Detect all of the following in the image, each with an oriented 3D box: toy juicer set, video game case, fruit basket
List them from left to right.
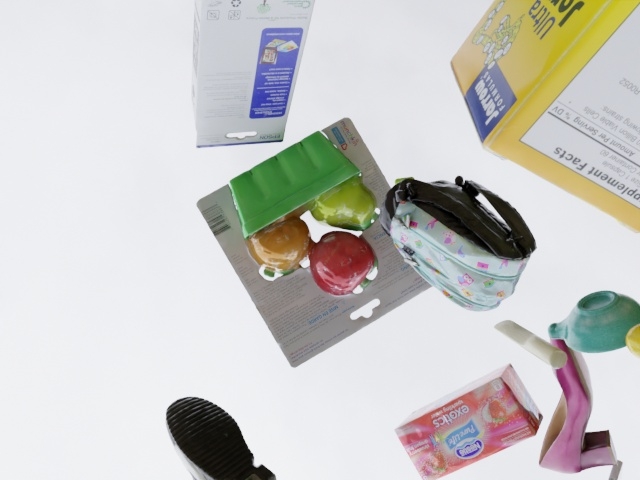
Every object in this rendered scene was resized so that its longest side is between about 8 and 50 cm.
[{"bbox_3d":[0.000,0.000,1.164,0.352,0.327,0.165,59,177,-4],"label":"fruit basket"},{"bbox_3d":[0.697,0.648,1.550,0.023,0.201,0.183,16,-117,32],"label":"video game case"},{"bbox_3d":[0.445,0.144,0.972,0.089,0.329,0.209,64,-165,-13],"label":"toy juicer set"}]

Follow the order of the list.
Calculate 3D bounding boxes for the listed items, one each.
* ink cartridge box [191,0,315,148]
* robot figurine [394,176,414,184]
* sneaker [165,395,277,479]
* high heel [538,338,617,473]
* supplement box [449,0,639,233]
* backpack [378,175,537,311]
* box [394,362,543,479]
[{"bbox_3d":[-0.118,-0.279,1.007,0.166,0.332,0.065,-7,-121,-18],"label":"ink cartridge box"},{"bbox_3d":[0.168,-0.071,1.221,0.067,0.101,0.115,3,174,12],"label":"robot figurine"},{"bbox_3d":[-0.163,0.413,1.073,0.123,0.146,0.330,-17,-130,-46],"label":"sneaker"},{"bbox_3d":[0.544,0.382,1.471,0.377,0.182,0.127,68,-153,-10],"label":"high heel"},{"bbox_3d":[0.308,-0.217,0.550,0.194,0.356,0.195,25,-146,-18],"label":"supplement box"},{"bbox_3d":[0.177,0.001,0.801,0.152,0.115,0.182,-12,-138,-36],"label":"backpack"},{"bbox_3d":[0.349,0.434,1.503,0.154,0.300,0.142,61,-156,10],"label":"box"}]
